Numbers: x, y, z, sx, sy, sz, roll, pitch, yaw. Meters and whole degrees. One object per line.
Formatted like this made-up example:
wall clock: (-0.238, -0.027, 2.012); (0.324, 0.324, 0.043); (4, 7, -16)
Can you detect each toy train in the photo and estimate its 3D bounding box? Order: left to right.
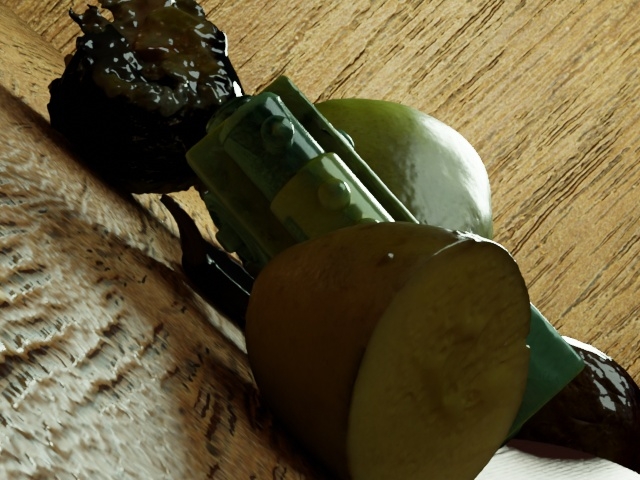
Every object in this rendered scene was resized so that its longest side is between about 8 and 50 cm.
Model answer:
toy train: (0.033, 0.015, 1.075); (0.369, 0.150, 0.237); (48, -10, 9)

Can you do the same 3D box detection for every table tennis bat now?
table tennis bat: (0.157, 0.197, 1.122); (0.200, 0.038, 0.310); (-5, 17, -40)

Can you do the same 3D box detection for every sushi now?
sushi: (-0.176, -0.137, 1.425); (0.213, 0.204, 0.200); (3, 46, -21)

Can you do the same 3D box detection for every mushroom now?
mushroom: (0.207, 0.195, 1.265); (0.231, 0.194, 0.138); (35, 35, 20)

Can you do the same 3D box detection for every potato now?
potato: (0.025, 0.063, 0.872); (0.158, 0.178, 0.203); (27, -8, 34)

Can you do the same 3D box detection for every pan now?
pan: (-0.096, 0.023, 1.180); (0.115, 0.040, 0.212); (44, -4, 33)

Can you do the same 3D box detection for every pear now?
pear: (0.061, 0.004, 1.462); (0.287, 0.287, 0.375); (41, 5, -32)
